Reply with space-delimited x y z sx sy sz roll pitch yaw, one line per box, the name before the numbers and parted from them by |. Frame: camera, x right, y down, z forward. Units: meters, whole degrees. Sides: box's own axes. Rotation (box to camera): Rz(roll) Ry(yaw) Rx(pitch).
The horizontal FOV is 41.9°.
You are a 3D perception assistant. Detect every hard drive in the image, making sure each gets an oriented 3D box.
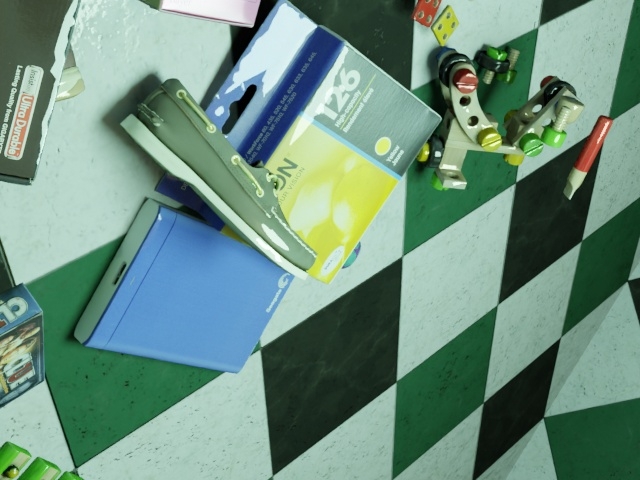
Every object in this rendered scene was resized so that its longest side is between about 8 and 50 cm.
hard drive | -0.178 0.080 1.213 0.318 0.040 0.210 24 97 -54

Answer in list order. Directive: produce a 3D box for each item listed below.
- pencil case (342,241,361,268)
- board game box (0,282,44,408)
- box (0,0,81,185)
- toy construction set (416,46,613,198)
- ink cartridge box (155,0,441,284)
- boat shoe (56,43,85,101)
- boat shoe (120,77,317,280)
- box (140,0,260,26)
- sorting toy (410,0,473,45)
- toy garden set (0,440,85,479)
pencil case | 0.000 0.000 1.339 0.151 0.070 0.065 24 63 -51
board game box | -0.389 0.150 0.926 0.165 0.042 0.243 -34 167 -28
box | -0.340 -0.212 0.655 0.293 0.073 0.296 11 104 -36
toy construction set | 0.306 -0.163 1.395 0.257 0.309 0.237 -4 125 -38
ink cartridge box | -0.017 -0.120 1.149 0.307 0.072 0.304 26 102 -43
boat shoe | -0.368 -0.155 0.778 0.285 0.103 0.092 -15 103 -27
boat shoe | -0.105 -0.070 1.038 0.305 0.109 0.091 43 84 -20
box | -0.138 -0.355 0.786 0.117 0.213 0.243 -6 120 -47
sorting toy | 0.206 -0.438 1.262 0.132 0.046 0.275 4 113 -50
toy garden set | -0.446 0.380 1.123 0.204 0.049 0.244 -49 143 -11
